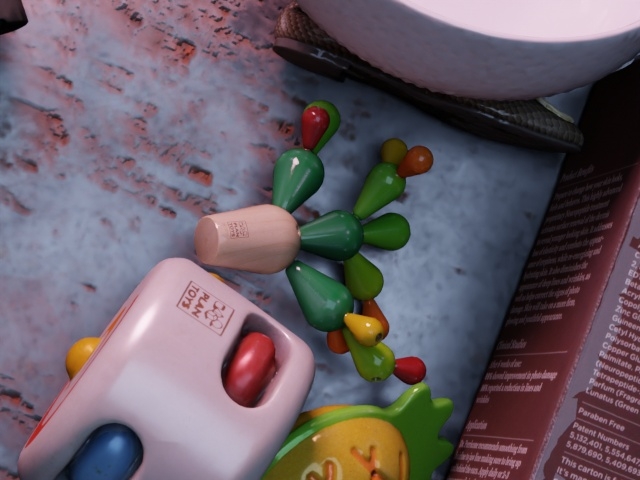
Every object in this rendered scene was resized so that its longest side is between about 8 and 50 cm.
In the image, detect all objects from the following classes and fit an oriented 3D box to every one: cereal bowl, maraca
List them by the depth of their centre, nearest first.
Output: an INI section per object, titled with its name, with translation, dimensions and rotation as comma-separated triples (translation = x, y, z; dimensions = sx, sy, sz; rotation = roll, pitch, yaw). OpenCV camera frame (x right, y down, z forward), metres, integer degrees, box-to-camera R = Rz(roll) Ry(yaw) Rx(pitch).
[maraca]
translation = 0.020, 0.168, 1.282
dimensions = 0.186, 0.099, 0.127
rotation = -22, 133, -25
[cereal bowl]
translation = 0.104, -0.232, 1.289
dimensions = 0.339, 0.141, 0.339
rotation = 8, 55, -12

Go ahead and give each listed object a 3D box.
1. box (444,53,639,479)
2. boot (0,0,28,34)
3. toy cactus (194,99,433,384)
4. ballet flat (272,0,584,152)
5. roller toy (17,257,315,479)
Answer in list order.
[box]
translation = 0.227, 0.059, 1.294
dimensions = 0.143, 0.191, 0.381
rotation = 22, 81, -10
[boot]
translation = -0.384, -0.236, 1.209
dimensions = 0.348, 0.131, 0.260
rotation = -17, 95, -24
[toy cactus]
translation = 0.000, 0.000, 1.275
dimensions = 0.180, 0.112, 0.219
rotation = -2, 82, -36
[ballet flat]
translation = 0.086, -0.126, 1.338
dimensions = 0.250, 0.084, 0.058
rotation = 20, 82, -4
[roller toy]
translation = -0.108, 0.113, 1.210
dimensions = 0.146, 0.191, 0.209
rotation = 36, 78, -6
